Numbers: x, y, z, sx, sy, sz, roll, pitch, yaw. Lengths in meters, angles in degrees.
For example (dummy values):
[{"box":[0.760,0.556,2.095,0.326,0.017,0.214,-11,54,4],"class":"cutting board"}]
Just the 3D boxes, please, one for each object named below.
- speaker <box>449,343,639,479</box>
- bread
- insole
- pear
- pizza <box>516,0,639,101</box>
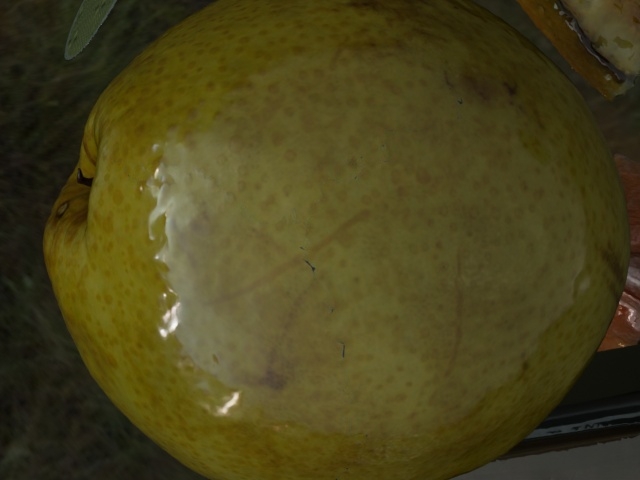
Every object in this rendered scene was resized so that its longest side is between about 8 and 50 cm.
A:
[{"box":[0.121,0.171,0.814,0.231,0.153,0.192,-13,95,18],"class":"speaker"},{"box":[0.313,0.014,1.544,0.123,0.190,0.244,27,45,15],"class":"bread"},{"box":[-0.206,-0.326,1.629,0.007,0.109,0.322,35,66,-28],"class":"insole"},{"box":[0.000,0.000,0.561,0.209,0.209,0.209,-2,95,-19],"class":"pear"},{"box":[0.283,-0.366,1.224,0.406,0.130,0.440,-21,97,-16],"class":"pizza"}]
